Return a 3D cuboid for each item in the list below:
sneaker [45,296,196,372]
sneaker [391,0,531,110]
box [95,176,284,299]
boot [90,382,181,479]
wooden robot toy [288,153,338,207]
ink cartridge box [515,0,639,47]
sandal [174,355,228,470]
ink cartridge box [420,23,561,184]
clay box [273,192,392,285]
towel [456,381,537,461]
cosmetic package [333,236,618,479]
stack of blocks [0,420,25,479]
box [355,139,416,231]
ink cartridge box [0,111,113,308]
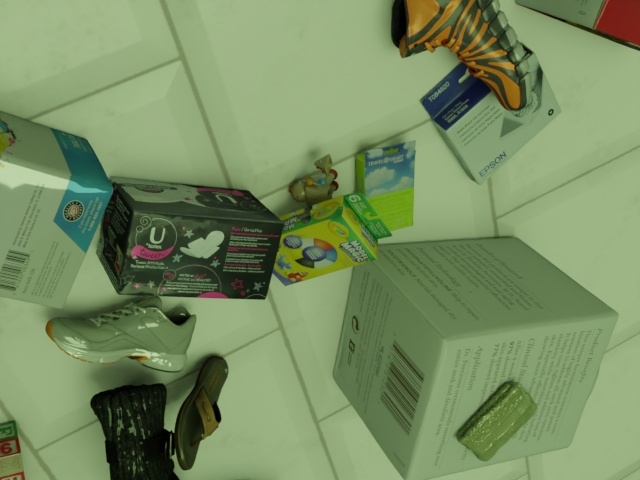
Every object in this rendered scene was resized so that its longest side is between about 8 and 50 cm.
[{"bbox_3d":[-0.329,0.141,1.319,0.263,0.099,0.121,15,102,-41],"label":"sneaker"},{"bbox_3d":[0.226,-0.331,1.325,0.180,0.124,0.321,-33,112,-1],"label":"sneaker"},{"bbox_3d":[-0.209,-0.006,1.245,0.247,0.163,0.142,5,111,-30],"label":"box"},{"bbox_3d":[-0.319,0.390,1.422,0.131,0.348,0.260,-13,80,-13],"label":"boot"},{"bbox_3d":[-0.015,-0.083,1.379,0.079,0.076,0.173,10,134,15],"label":"wooden robot toy"},{"bbox_3d":[0.553,-0.403,1.355,0.310,0.272,0.130,8,113,-31],"label":"ink cartridge box"},{"bbox_3d":[-0.204,0.309,1.415,0.090,0.060,0.219,72,31,-42],"label":"sandal"},{"bbox_3d":[0.325,-0.250,1.463,0.223,0.045,0.224,-43,128,0],"label":"ink cartridge box"},{"bbox_3d":[0.000,0.000,1.357,0.222,0.053,0.127,-17,134,27],"label":"clay box"},{"bbox_3d":[0.315,0.322,1.384,0.148,0.027,0.110,-45,128,2],"label":"towel"},{"bbox_3d":[0.286,0.214,1.530,0.394,0.327,0.329,-3,118,-26],"label":"cosmetic package"},{"bbox_3d":[-0.598,0.472,1.357,0.171,0.087,0.297,-9,121,-23],"label":"stack of blocks"},{"bbox_3d":[0.120,-0.099,1.442,0.109,0.042,0.178,-15,123,-21],"label":"box"},{"bbox_3d":[-0.461,-0.061,1.057,0.270,0.197,0.198,18,108,-34],"label":"ink cartridge box"}]
